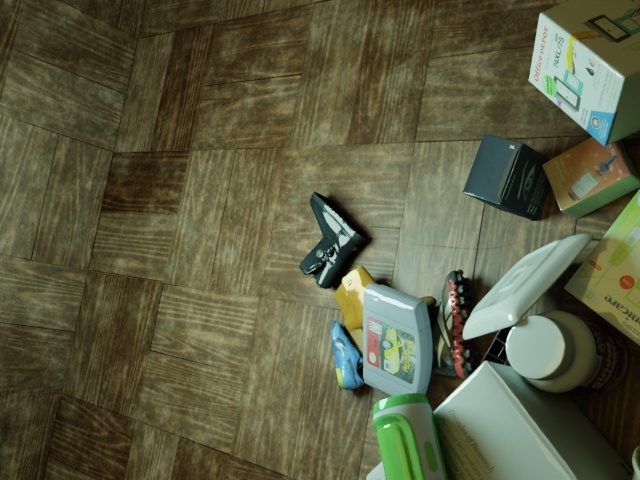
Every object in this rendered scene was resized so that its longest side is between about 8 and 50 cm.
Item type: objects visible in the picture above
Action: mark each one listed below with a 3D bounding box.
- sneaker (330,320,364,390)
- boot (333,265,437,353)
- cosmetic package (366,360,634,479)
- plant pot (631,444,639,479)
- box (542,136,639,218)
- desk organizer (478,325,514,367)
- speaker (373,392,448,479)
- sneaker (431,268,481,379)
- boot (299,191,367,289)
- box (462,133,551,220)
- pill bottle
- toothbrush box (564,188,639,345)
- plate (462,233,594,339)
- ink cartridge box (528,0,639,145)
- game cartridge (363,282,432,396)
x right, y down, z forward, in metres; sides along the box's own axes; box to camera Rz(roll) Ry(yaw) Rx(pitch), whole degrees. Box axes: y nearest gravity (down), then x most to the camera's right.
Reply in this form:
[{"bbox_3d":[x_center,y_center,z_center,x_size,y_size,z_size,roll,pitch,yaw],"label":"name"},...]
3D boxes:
[{"bbox_3d":[0.076,0.317,2.104,0.082,0.069,0.209,-13,56,3],"label":"sneaker"},{"bbox_3d":[0.159,0.154,2.027,0.295,0.104,0.211,-40,66,36],"label":"boot"},{"bbox_3d":[0.386,0.517,1.593,0.393,0.329,0.327,-50,50,19],"label":"cosmetic package"},{"bbox_3d":[0.668,0.593,1.367,0.334,0.334,0.305,33,112,41],"label":"plant pot"},{"bbox_3d":[0.622,-0.151,1.731,0.171,0.091,0.130,-32,59,31],"label":"box"},{"bbox_3d":[0.436,0.263,1.806,0.047,0.050,0.130,35,102,41],"label":"desk organizer"},{"bbox_3d":[0.186,0.458,1.478,0.131,0.131,0.296,-29,60,32],"label":"speaker"},{"bbox_3d":[0.321,0.211,1.887,0.135,0.098,0.275,-12,72,36],"label":"sneaker"},{"bbox_3d":[0.000,0.000,2.222,0.207,0.094,0.246,-51,57,14],"label":"boot"},{"bbox_3d":[0.454,-0.148,1.796,0.108,0.207,0.153,23,94,42],"label":"box"},{"bbox_3d":[0.512,0.236,1.577,0.169,0.302,0.169,-11,72,39],"label":"pill bottle"},{"bbox_3d":[0.692,0.053,1.581,0.206,0.122,0.283,43,108,30],"label":"toothbrush box"},{"bbox_3d":[0.438,0.097,1.658,0.045,0.277,0.278,46,72,1],"label":"plate"},{"bbox_3d":[0.632,-0.390,1.669,0.197,0.198,0.270,-25,53,-14],"label":"ink cartridge box"},{"bbox_3d":[0.193,0.268,1.904,0.196,0.060,0.294,17,118,39],"label":"game cartridge"}]
